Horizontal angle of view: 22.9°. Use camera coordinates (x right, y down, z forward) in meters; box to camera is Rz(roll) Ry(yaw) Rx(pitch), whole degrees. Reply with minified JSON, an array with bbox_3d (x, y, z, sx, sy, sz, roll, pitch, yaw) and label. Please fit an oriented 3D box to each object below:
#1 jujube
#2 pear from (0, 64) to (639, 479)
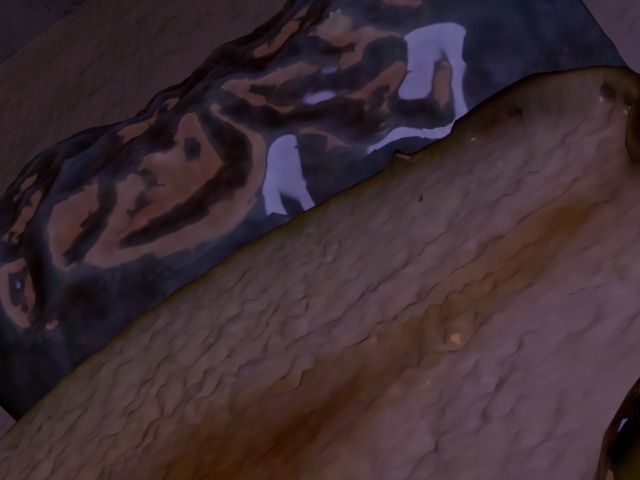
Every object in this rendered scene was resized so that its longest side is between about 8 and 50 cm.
[{"bbox_3d":[0.000,0.000,0.693,0.317,0.226,0.226,-38,22,-5],"label":"jujube"},{"bbox_3d":[-0.002,0.144,0.440,0.386,0.191,0.340,-36,19,7],"label":"pear"}]
